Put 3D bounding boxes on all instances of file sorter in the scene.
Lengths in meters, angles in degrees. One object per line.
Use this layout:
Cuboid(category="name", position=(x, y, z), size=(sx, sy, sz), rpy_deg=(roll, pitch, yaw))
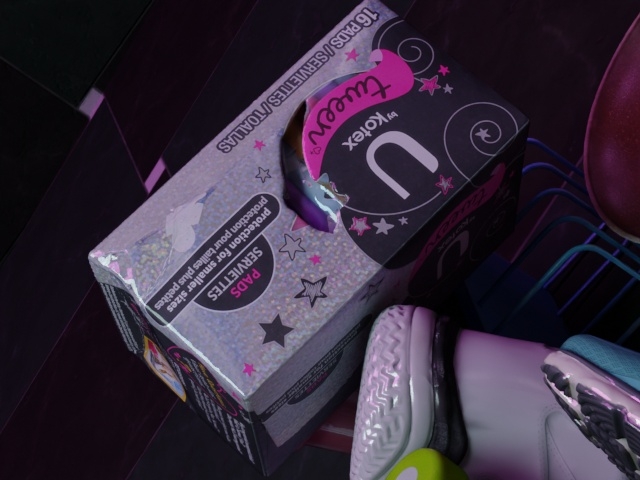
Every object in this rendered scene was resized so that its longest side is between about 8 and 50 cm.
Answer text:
Cuboid(category="file sorter", position=(0.167, 0.021, 1.150), size=(0.104, 0.118, 0.170), rpy_deg=(-50, 25, 19))

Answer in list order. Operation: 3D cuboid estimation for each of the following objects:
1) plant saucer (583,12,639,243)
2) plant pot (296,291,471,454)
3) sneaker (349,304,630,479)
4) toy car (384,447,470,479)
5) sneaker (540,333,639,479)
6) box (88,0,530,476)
Cuboid(category="plant saucer", position=(0.305, -0.118, 1.080), size=(0.310, 0.050, 0.310), rpy_deg=(-42, 27, 28))
Cuboid(category="plant pot", position=(0.048, 0.082, 1.216), size=(0.201, 0.180, 0.201), rpy_deg=(-157, 90, -81))
Cuboid(category="sneaker", position=(0.123, 0.184, 1.046), size=(0.366, 0.210, 0.137), rpy_deg=(92, -174, -51))
Cuboid(category="toy car", position=(0.063, 0.239, 0.877), size=(0.149, 0.155, 0.188), rpy_deg=(-34, 27, 37))
Cuboid(category="sneaker", position=(0.245, 0.100, 0.829), size=(0.275, 0.107, 0.110), rpy_deg=(17, 67, 29))
Cuboid(category="box", position=(0.000, 0.000, 1.030), size=(0.247, 0.142, 0.163), rpy_deg=(-45, -19, -16))
